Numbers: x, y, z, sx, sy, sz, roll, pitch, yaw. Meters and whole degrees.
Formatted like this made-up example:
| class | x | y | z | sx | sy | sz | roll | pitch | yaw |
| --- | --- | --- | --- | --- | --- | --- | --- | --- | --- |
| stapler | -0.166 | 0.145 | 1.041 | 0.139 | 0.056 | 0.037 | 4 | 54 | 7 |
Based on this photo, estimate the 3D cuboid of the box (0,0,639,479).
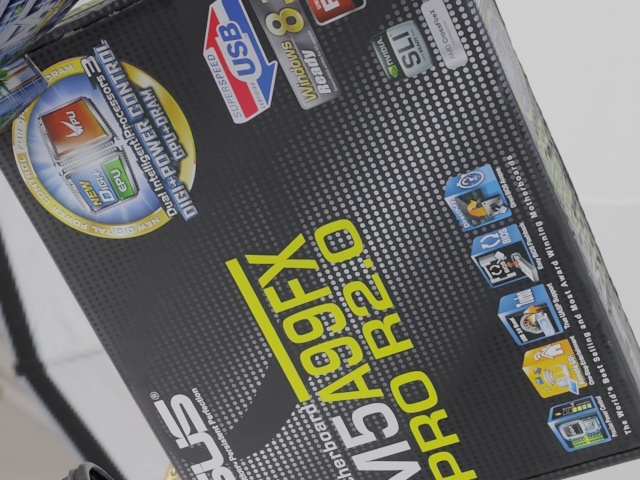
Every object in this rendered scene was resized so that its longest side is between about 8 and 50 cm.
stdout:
| class | x | y | z | sx | sy | sz | roll | pitch | yaw |
| --- | --- | --- | --- | --- | --- | --- | --- | --- | --- |
| box | 0.000 | 0.000 | 0.527 | 0.216 | 0.270 | 0.060 | -20 | -162 | 19 |

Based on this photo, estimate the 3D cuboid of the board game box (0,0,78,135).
| class | x | y | z | sx | sy | sz | roll | pitch | yaw |
| --- | --- | --- | --- | --- | --- | --- | --- | --- | --- |
| board game box | -0.158 | -0.031 | 0.351 | 0.194 | 0.060 | 0.194 | -32 | -171 | 40 |

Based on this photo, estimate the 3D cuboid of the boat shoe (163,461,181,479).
| class | x | y | z | sx | sy | sz | roll | pitch | yaw |
| --- | --- | --- | --- | --- | --- | --- | --- | --- | --- |
| boat shoe | -0.064 | 0.095 | 0.776 | 0.059 | 0.170 | 0.063 | 7 | 153 | 12 |

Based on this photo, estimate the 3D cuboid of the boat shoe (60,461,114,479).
| class | x | y | z | sx | sy | sz | roll | pitch | yaw |
| --- | --- | --- | --- | --- | --- | --- | --- | --- | --- |
| boat shoe | -0.163 | 0.381 | 1.227 | 0.156 | 0.187 | 0.500 | -48 | -137 | -13 |
